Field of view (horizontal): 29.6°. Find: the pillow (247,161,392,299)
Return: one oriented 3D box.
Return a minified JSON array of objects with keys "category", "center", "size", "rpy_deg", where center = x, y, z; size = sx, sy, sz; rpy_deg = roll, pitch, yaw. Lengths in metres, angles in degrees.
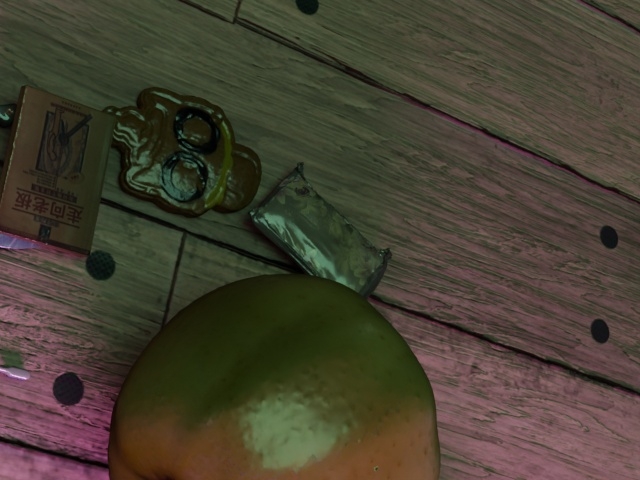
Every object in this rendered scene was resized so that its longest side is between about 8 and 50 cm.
[{"category":"pillow","center":[0.000,0.000,2.058],"size":[0.255,0.059,0.169],"rpy_deg":[45,59,-10]}]

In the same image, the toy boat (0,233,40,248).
[{"category":"toy boat","center":[-0.462,-0.016,1.804],"size":[0.122,0.034,0.096],"rpy_deg":[39,66,-18]}]

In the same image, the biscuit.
[{"category":"biscuit","center":[-0.224,-0.147,1.977],"size":[0.290,0.041,0.208],"rpy_deg":[22,65,-24]}]

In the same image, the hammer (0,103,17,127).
[{"category":"hammer","center":[-0.588,-0.192,1.779],"size":[0.287,0.033,0.111],"rpy_deg":[2,77,-31]}]

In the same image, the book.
[{"category":"book","center":[-0.402,-0.105,1.833],"size":[0.161,0.026,0.231],"rpy_deg":[18,73,-35]}]

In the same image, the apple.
[{"category":"apple","center":[-0.070,0.280,1.711],"size":[0.473,0.473,0.474],"rpy_deg":[9,72,-28]}]

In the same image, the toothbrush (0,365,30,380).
[{"category":"toothbrush","center":[-0.538,0.165,1.712],"size":[0.263,0.026,0.022],"rpy_deg":[17,62,-26]}]
